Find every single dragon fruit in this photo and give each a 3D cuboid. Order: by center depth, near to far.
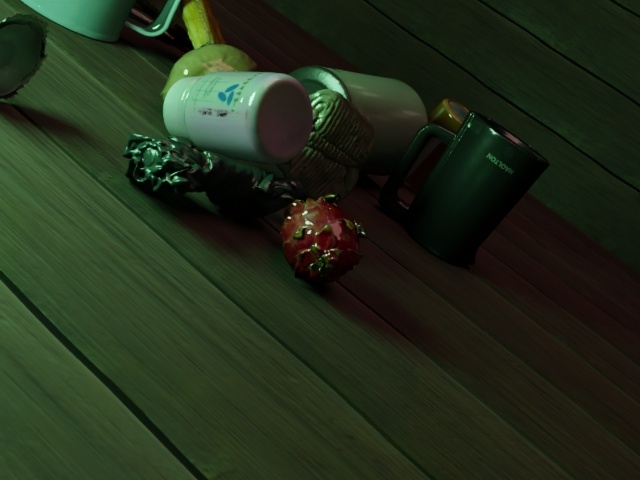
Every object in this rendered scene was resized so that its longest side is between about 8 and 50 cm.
[{"bbox_3d":[0.000,0.000,1.146,0.166,0.136,0.133,48,-8,44],"label":"dragon fruit"}]

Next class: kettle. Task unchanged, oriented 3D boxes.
[{"bbox_3d":[0.321,-0.122,1.657,0.262,0.308,0.203,23,23,-29],"label":"kettle"},{"bbox_3d":[0.021,-0.296,1.756,0.361,0.250,0.376,21,14,29],"label":"kettle"}]

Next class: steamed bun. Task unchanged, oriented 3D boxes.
[{"bbox_3d":[-0.010,-0.195,1.467,0.218,0.211,0.144,29,8,-42],"label":"steamed bun"}]

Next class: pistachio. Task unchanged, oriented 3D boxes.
[{"bbox_3d":[-0.215,-0.314,1.495,0.162,0.181,0.293,70,21,-10],"label":"pistachio"}]

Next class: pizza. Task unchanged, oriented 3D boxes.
[{"bbox_3d":[-0.267,-0.467,1.781,0.288,0.075,0.280,65,7,-49],"label":"pizza"}]

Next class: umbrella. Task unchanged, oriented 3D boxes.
[{"bbox_3d":[-0.150,-0.090,1.164,0.143,0.094,0.349,39,17,32],"label":"umbrella"}]

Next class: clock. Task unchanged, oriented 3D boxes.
[{"bbox_3d":[-0.406,-0.623,1.967,0.255,0.106,0.220,36,8,-17],"label":"clock"}]

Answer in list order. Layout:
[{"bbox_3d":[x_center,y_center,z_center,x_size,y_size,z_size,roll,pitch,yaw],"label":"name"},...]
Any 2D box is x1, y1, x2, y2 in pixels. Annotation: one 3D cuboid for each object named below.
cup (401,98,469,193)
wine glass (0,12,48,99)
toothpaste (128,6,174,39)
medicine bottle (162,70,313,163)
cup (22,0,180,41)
[{"bbox_3d":[0.305,-0.256,2.047,0.182,0.264,0.226,43,31,1],"label":"cup"},{"bbox_3d":[-0.555,-0.343,1.058,0.321,0.143,0.143,34,19,10],"label":"wine glass"},{"bbox_3d":[-0.485,-0.578,1.853,0.248,0.047,0.078,24,16,-30],"label":"toothpaste"},{"bbox_3d":[-0.148,-0.216,1.258,0.254,0.152,0.152,15,3,41],"label":"medicine bottle"},{"bbox_3d":[-0.462,-0.614,1.572,0.331,0.311,0.257,34,20,1],"label":"cup"}]
